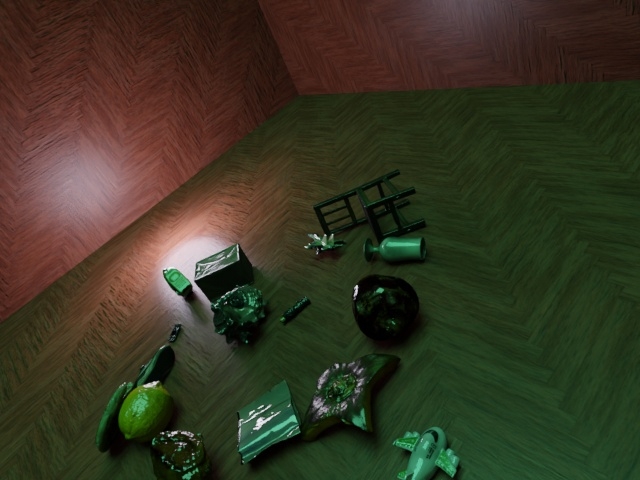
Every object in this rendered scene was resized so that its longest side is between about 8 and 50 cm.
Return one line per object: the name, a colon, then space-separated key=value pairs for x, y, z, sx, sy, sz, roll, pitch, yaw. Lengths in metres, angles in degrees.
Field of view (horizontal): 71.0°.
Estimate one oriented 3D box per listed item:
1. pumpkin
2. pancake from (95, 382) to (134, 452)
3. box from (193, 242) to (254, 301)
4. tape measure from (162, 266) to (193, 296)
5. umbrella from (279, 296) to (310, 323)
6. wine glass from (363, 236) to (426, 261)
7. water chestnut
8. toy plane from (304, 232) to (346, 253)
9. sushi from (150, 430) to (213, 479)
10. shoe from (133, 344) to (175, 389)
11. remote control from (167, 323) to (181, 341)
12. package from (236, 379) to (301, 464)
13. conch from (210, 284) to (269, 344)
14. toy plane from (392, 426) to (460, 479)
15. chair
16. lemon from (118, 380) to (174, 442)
pumpkin: x=0.085 y=0.459 z=1.352 sx=0.258 sy=0.095 sz=0.290 roll=-18 pitch=24 yaw=34
pancake: x=-0.733 y=0.630 z=1.605 sx=0.037 sy=0.254 sz=0.254 roll=17 pitch=41 yaw=-4
box: x=-0.446 y=0.147 z=2.083 sx=0.231 sy=0.149 sz=0.156 roll=-24 pitch=35 yaw=5
tape measure: x=-0.686 y=0.205 z=2.169 sx=0.177 sy=0.154 sz=0.087 roll=40 pitch=71 yaw=22
umbrella: x=-0.103 y=0.274 z=1.777 sx=0.143 sy=0.037 sz=0.040 roll=-38 pitch=48 yaw=-20
wine glass: x=0.294 y=0.034 z=1.766 sx=0.230 sy=0.103 sz=0.103 roll=-3 pitch=41 yaw=27
water chestnut: x=0.208 y=0.209 z=1.494 sx=0.223 sy=0.224 sz=0.238 roll=-19 pitch=19 yaw=12
toy plane: x=0.001 y=0.011 z=2.019 sx=0.192 sy=0.088 sz=0.262 roll=-9 pitch=7 yaw=-24
sushi: x=-0.418 y=0.689 z=1.356 sx=0.296 sy=0.179 sz=0.166 roll=8 pitch=30 yaw=37
shoe: x=-0.677 y=0.523 z=1.799 sx=0.112 sy=0.099 sz=0.228 roll=-16 pitch=35 yaw=29
remote control: x=-0.647 y=0.412 z=1.991 sx=0.039 sy=0.014 sz=0.096 roll=-14 pitch=37 yaw=19
package: x=-0.169 y=0.575 z=1.414 sx=0.203 sy=0.062 sz=0.251 roll=-30 pitch=21 yaw=-3
conch: x=-0.320 y=0.295 z=1.803 sx=0.240 sy=0.186 sz=0.313 roll=-18 pitch=15 yaw=2
toy plane: x=0.262 y=0.546 z=1.128 sx=0.173 sy=0.080 sz=0.174 roll=-18 pitch=33 yaw=12
chair: x=0.201 y=-0.111 z=1.933 sx=0.415 sy=0.203 sz=0.241 roll=-24 pitch=33 yaw=4
lemon: x=-0.610 y=0.603 z=1.573 sx=0.180 sy=0.181 sz=0.193 roll=-22 pitch=29 yaw=8
